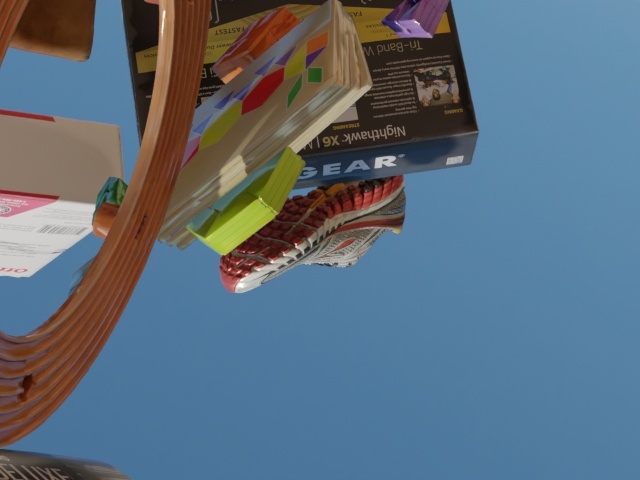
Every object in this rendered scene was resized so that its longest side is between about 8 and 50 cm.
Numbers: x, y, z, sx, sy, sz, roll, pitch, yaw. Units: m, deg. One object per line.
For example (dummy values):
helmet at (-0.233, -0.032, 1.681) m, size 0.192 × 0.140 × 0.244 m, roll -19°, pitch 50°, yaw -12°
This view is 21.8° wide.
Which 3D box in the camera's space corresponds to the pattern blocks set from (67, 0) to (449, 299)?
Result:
pattern blocks set at (-0.040, -0.081, 1.105) m, size 0.026 × 0.325 × 0.285 m, roll 44°, pitch -149°, yaw -22°

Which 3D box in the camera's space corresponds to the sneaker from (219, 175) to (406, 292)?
sneaker at (0.000, 0.000, 1.714) m, size 0.225 × 0.093 × 0.088 m, roll -27°, pitch -145°, yaw -19°

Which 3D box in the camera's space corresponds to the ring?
ring at (-0.130, -0.060, 0.824) m, size 0.032 × 0.337 × 0.336 m, roll 15°, pitch -152°, yaw 12°

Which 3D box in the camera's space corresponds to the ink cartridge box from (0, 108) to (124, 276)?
ink cartridge box at (-0.338, -0.046, 1.766) m, size 0.172 × 0.237 × 0.100 m, roll 6°, pitch -113°, yaw -34°

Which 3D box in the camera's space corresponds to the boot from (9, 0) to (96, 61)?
boot at (-0.278, -0.146, 1.167) m, size 0.096 × 0.264 × 0.280 m, roll 5°, pitch -175°, yaw 36°

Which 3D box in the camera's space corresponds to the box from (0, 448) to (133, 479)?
box at (-0.256, 0.281, 1.038) m, size 0.242 × 0.307 × 0.076 m, roll 12°, pitch -172°, yaw -46°

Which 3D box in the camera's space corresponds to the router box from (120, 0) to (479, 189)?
router box at (-0.025, -0.173, 1.552) m, size 0.309 × 0.081 × 0.243 m, roll -7°, pitch -111°, yaw -4°
